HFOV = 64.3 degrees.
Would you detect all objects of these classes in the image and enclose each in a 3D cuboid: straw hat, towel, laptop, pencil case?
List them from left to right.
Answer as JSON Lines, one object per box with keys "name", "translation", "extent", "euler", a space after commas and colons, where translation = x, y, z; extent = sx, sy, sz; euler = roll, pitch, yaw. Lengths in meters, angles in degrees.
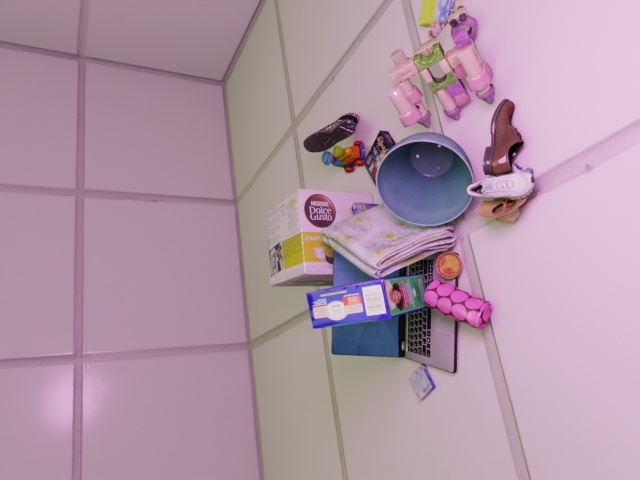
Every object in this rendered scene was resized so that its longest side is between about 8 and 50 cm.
{"name": "towel", "translation": [0.218, -0.021, 1.699], "extent": [0.374, 0.320, 0.090], "euler": [37, 142, 57]}
{"name": "laptop", "translation": [0.240, 0.226, 1.730], "extent": [0.407, 0.236, 0.383], "euler": [-1, 89, 62]}
{"name": "pencil case", "translation": [0.414, 0.187, 1.530], "extent": [0.209, 0.098, 0.095], "euler": [27, 145, 44]}
{"name": "straw hat", "translation": [0.513, -0.081, 1.407], "extent": [0.061, 0.144, 0.144], "euler": [56, 161, -22]}

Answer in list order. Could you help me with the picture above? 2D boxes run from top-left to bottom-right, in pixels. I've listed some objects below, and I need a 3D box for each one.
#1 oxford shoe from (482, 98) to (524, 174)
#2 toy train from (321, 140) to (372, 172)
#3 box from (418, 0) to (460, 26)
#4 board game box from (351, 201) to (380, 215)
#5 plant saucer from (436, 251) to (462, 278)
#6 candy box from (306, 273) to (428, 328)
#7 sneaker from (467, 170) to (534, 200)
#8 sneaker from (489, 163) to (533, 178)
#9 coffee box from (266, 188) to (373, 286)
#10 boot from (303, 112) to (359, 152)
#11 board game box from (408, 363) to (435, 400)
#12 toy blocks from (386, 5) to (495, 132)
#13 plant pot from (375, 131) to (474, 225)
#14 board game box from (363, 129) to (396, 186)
{"name": "oxford shoe", "translation": [0.518, -0.286, 1.406], "extent": [0.096, 0.082, 0.228], "euler": [4, 77, 36]}
{"name": "toy train", "translation": [0.118, -0.363, 2.091], "extent": [0.248, 0.143, 0.105], "euler": [-23, 69, 60]}
{"name": "box", "translation": [0.401, -0.776, 1.689], "extent": [0.178, 0.042, 0.109], "euler": [29, 114, 59]}
{"name": "board game box", "translation": [0.207, -0.053, 1.913], "extent": [0.035, 0.136, 0.201], "euler": [-56, 41, 44]}
{"name": "plant saucer", "translation": [0.405, 0.078, 1.605], "extent": [0.083, 0.013, 0.084], "euler": [-2, 87, 33]}
{"name": "candy box", "translation": [0.156, 0.185, 1.586], "extent": [0.268, 0.317, 0.122], "euler": [-13, 84, 32]}
{"name": "sneaker", "translation": [0.477, -0.141, 1.367], "extent": [0.190, 0.082, 0.072], "euler": [-12, 80, 54]}
{"name": "sneaker", "translation": [0.532, -0.183, 1.412], "extent": [0.135, 0.052, 0.058], "euler": [18, 94, 54]}
{"name": "coffee box", "translation": [0.000, 0.000, 2.085], "extent": [0.338, 0.337, 0.335], "euler": [-26, 66, 60]}
{"name": "boot", "translation": [0.053, -0.452, 2.126], "extent": [0.236, 0.179, 0.085], "euler": [-20, 110, 23]}
{"name": "board game box", "translation": [0.346, 0.484, 1.741], "extent": [0.090, 0.020, 0.090], "euler": [-62, 38, 39]}
{"name": "toy blocks", "translation": [0.385, -0.482, 1.564], "extent": [0.288, 0.260, 0.309], "euler": [-23, 38, 29]}
{"name": "plant pot", "translation": [0.335, -0.219, 1.586], "extent": [0.290, 0.290, 0.195], "euler": [-61, 1, 41]}
{"name": "board game box", "translation": [0.253, -0.279, 1.939], "extent": [0.165, 0.042, 0.243], "euler": [-63, 37, 39]}
